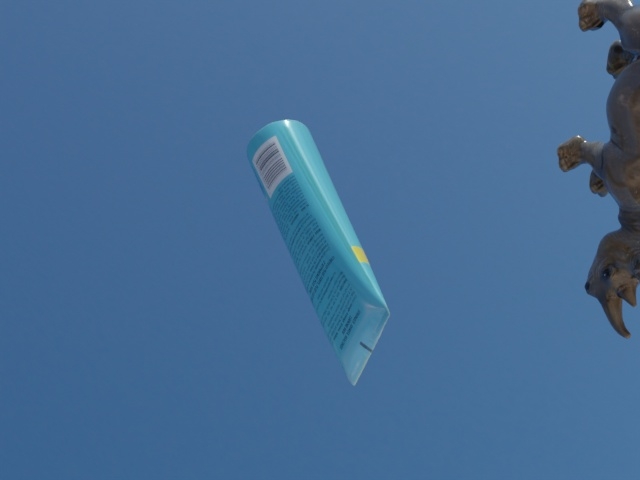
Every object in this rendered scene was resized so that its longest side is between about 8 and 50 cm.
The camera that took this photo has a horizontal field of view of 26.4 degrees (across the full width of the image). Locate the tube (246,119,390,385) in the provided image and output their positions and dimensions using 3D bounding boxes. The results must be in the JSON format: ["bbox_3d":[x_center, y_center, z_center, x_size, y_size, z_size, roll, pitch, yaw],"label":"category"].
[{"bbox_3d":[0.000,0.000,0.991,0.052,0.207,0.080,-7,-40,-21],"label":"tube"}]

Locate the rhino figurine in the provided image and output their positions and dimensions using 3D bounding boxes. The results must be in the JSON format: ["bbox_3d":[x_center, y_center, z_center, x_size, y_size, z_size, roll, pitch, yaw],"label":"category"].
[{"bbox_3d":[0.224,-0.053,0.950,0.073,0.106,0.243,8,-92,-39],"label":"rhino figurine"}]
